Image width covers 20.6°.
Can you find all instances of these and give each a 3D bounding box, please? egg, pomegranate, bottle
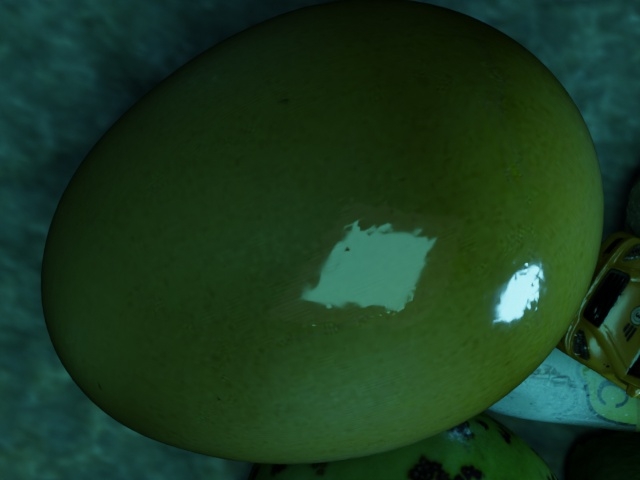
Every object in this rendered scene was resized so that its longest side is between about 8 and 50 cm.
[{"bbox_3d":[0.000,0.000,0.988,0.322,0.250,0.250,-23,111,1],"label":"egg"},{"bbox_3d":[0.061,0.208,1.071,0.214,0.248,0.214,-6,122,-10],"label":"pomegranate"},{"bbox_3d":[0.223,0.087,1.140,0.269,0.083,0.083,10,108,-19],"label":"bottle"}]

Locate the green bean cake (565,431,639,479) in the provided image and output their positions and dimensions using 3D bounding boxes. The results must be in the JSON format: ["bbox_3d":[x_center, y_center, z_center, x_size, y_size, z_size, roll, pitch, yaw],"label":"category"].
[{"bbox_3d":[0.272,0.250,1.180,0.222,0.125,0.248,0,110,-8],"label":"green bean cake"}]

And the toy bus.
[{"bbox_3d":[0.233,0.073,1.046,0.194,0.088,0.083,30,91,-30],"label":"toy bus"}]

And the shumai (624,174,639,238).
[{"bbox_3d":[0.298,-0.019,1.080,0.209,0.153,0.161,-14,104,2],"label":"shumai"}]
